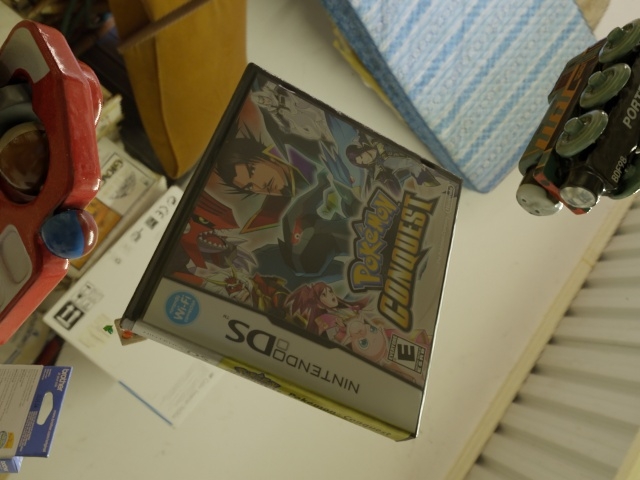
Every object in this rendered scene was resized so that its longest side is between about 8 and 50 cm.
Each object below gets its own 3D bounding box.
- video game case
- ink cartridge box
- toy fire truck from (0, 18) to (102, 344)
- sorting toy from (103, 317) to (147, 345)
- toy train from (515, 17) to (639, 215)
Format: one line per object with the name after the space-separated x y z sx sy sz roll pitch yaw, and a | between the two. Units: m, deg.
0.000 0.000 0.508 0.035 0.248 0.275 -44 -156 56 | video game case
-0.599 0.297 0.970 0.186 0.310 0.065 -99 -166 -49 | ink cartridge box
-0.327 -0.058 0.603 0.302 0.254 0.169 -39 165 25 | toy fire truck
-0.408 0.189 1.198 0.083 0.062 0.012 -10 153 -36 | sorting toy
0.408 -0.177 0.852 0.334 0.142 0.190 -59 -168 -19 | toy train
